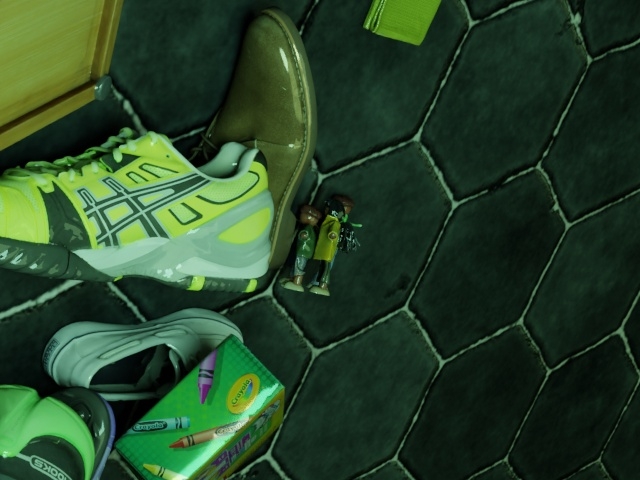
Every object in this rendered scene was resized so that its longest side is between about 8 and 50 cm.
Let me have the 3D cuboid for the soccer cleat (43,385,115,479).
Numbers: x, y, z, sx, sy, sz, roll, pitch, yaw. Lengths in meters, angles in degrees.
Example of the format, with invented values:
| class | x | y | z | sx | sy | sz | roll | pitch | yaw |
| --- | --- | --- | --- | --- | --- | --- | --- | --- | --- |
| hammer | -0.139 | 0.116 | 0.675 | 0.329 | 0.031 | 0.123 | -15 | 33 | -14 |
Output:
| class | x | y | z | sx | sy | sz | roll | pitch | yaw |
| --- | --- | --- | --- | --- | --- | --- | --- | --- | --- |
| soccer cleat | -0.278 | 0.270 | 1.796 | 0.116 | 0.108 | 0.318 | -7 | 134 | -50 |

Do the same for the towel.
| class | x | y | z | sx | sy | sz | roll | pitch | yaw |
| --- | --- | --- | --- | --- | --- | --- | --- | --- | --- |
| towel | 0.128 | -0.326 | 1.874 | 0.102 | 0.021 | 0.237 | 8 | 111 | -48 |

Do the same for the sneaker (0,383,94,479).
| class | x | y | z | sx | sy | sz | roll | pitch | yaw |
| --- | --- | --- | --- | --- | --- | --- | --- | --- | --- |
| sneaker | -0.348 | 0.365 | 1.665 | 0.202 | 0.185 | 0.483 | -56 | 160 | -62 |

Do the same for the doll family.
| class | x | y | z | sx | sy | sz | roll | pitch | yaw |
| --- | --- | --- | --- | --- | --- | --- | --- | --- | --- |
| doll family | 0.000 | 0.000 | 1.907 | 0.076 | 0.193 | 0.111 | 12 | 91 | -6 |

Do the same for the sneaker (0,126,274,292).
| class | x | y | z | sx | sy | sz | roll | pitch | yaw |
| --- | --- | --- | --- | --- | --- | --- | --- | --- | --- |
| sneaker | -0.214 | -0.038 | 1.638 | 0.384 | 0.145 | 0.147 | 4 | 97 | -40 |

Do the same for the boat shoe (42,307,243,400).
| class | x | y | z | sx | sy | sz | roll | pitch | yaw |
| --- | --- | --- | --- | --- | --- | --- | --- | --- | --- |
| boat shoe | -0.172 | 0.134 | 1.842 | 0.258 | 0.084 | 0.095 | -7 | 121 | -43 |

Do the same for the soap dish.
| class | x | y | z | sx | sy | sz | roll | pitch | yaw |
| --- | --- | --- | --- | --- | --- | --- | --- | --- | --- |
| soap dish | -0.259 | -0.188 | 1.406 | 0.291 | 0.118 | 0.229 | -43 | 152 | -61 |

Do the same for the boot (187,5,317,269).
| class | x | y | z | sx | sy | sz | roll | pitch | yaw |
| --- | --- | --- | --- | --- | --- | --- | --- | --- | --- |
| boot | -0.081 | -0.091 | 1.766 | 0.115 | 0.112 | 0.305 | -10 | 127 | -29 |

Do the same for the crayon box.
| class | x | y | z | sx | sy | sz | roll | pitch | yaw |
| --- | --- | --- | --- | --- | --- | --- | --- | --- | --- |
| crayon box | -0.123 | 0.205 | 1.841 | 0.165 | 0.081 | 0.278 | -43 | 171 | -11 |
